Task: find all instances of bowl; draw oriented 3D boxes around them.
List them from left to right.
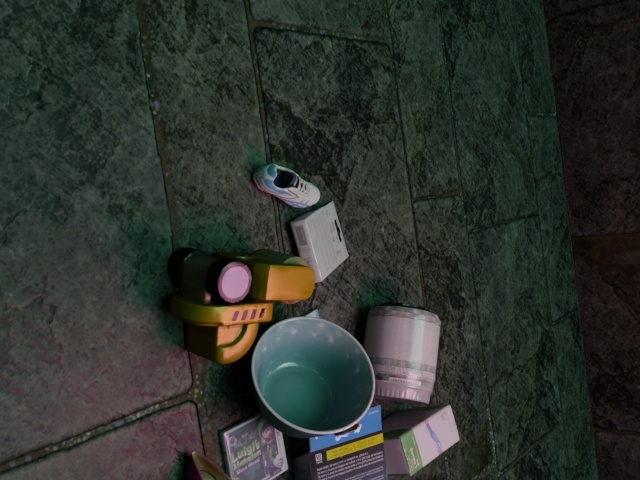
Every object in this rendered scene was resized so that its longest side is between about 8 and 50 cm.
[{"bbox_3d":[-0.037,0.361,1.754,0.312,0.163,0.311,11,50,-13],"label":"bowl"}]

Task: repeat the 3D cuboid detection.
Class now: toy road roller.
[{"bbox_3d":[-0.189,0.147,1.637,0.330,0.203,0.240,0,98,-44],"label":"toy road roller"}]

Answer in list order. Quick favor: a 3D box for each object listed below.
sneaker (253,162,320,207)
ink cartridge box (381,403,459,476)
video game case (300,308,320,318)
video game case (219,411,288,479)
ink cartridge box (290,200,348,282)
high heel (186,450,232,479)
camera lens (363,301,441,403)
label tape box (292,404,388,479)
[{"bbox_3d":[-0.074,-0.143,1.877,0.237,0.086,0.085,18,71,-48],"label":"sneaker"},{"bbox_3d":[0.247,0.586,2.076,0.278,0.201,0.117,-13,86,-49],"label":"ink cartridge box"},{"bbox_3d":[-0.048,0.271,1.918,0.166,0.015,0.119,-27,106,-48],"label":"video game case"},{"bbox_3d":[-0.162,0.524,1.756,0.190,0.022,0.173,-15,97,-49],"label":"video game case"},{"bbox_3d":[0.000,0.000,1.991,0.225,0.056,0.180,-41,118,-64],"label":"ink cartridge box"},{"bbox_3d":[-0.202,0.539,1.538,0.082,0.244,0.117,-15,104,-42],"label":"high heel"},{"bbox_3d":[0.234,0.329,2.083,0.219,0.219,0.274,25,68,-45],"label":"camera lens"},{"bbox_3d":[0.055,0.621,1.893,0.241,0.106,0.333,-6,91,-34],"label":"label tape box"}]
